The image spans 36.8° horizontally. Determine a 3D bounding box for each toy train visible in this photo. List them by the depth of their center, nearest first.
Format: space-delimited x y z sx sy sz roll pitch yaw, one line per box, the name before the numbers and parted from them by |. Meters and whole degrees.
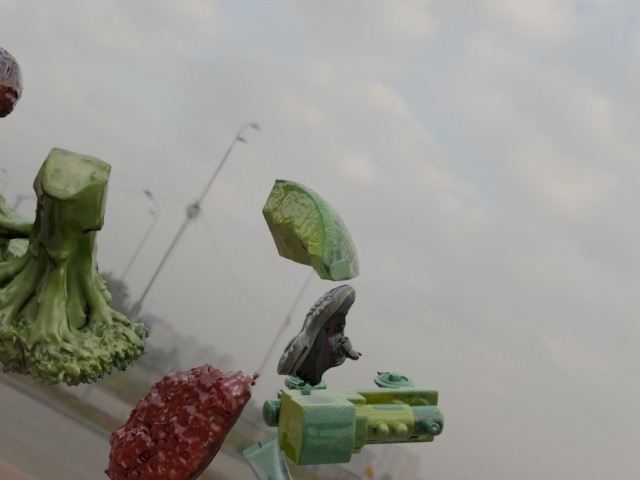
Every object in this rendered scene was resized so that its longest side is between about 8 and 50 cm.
toy train | 0.083 0.339 1.844 0.369 0.150 0.237 2 6 -23

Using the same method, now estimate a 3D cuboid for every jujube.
jujube | -0.398 -0.193 1.167 0.077 0.077 0.129 35 6 -32

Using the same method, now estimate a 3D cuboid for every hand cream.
hand cream | -0.073 0.455 1.739 0.050 0.078 0.205 33 27 -61

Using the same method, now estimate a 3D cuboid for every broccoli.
broccoli | -0.385 0.058 1.457 0.397 0.275 0.353 -22 -59 36

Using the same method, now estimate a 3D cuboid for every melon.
melon | 0.000 0.000 1.857 0.196 0.124 0.323 60 -12 -27

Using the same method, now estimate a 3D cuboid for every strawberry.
strawberry | -0.165 0.212 1.077 0.098 0.174 0.228 37 -38 -7

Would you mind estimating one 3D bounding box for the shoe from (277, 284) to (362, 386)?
shoe | 0.016 0.149 1.417 0.099 0.169 0.071 36 -2 -8
